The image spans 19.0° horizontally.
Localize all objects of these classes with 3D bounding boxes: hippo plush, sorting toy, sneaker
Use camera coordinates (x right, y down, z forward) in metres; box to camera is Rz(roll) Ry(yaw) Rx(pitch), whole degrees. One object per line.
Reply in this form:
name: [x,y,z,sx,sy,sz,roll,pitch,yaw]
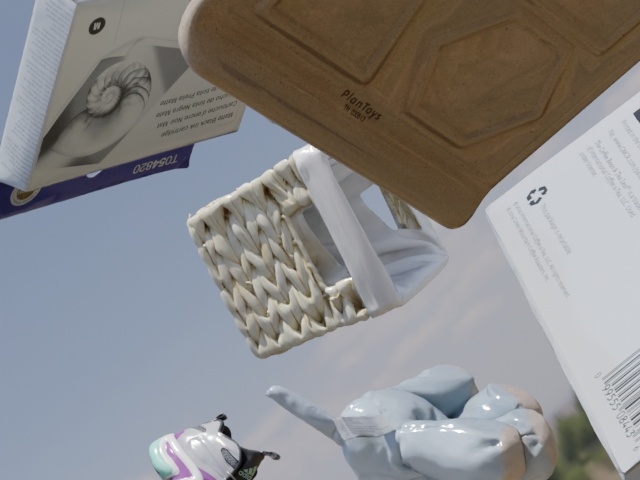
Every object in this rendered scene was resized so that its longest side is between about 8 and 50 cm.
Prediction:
hippo plush: [0.113,0.282,2.030,0.294,0.234,0.237,-6,-71,-41]
sorting toy: [0.069,-0.116,0.800,0.208,0.038,0.193,-45,-47,17]
sneaker: [-0.051,0.142,1.082,0.069,0.098,0.038,-27,-25,3]

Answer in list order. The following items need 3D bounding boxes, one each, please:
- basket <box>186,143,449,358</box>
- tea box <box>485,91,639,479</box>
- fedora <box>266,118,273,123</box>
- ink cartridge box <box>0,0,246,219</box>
basket: [0.000,0.000,1.213,0.103,0.113,0.167,-27,1,17]
tea box: [0.318,0.095,1.285,0.220,0.323,0.329,-38,29,11]
fedora: [-0.010,-0.191,1.654,0.124,0.275,0.244,-17,-29,14]
ink cartridge box: [-0.135,-0.109,1.411,0.223,0.045,0.224,-20,-37,-44]
